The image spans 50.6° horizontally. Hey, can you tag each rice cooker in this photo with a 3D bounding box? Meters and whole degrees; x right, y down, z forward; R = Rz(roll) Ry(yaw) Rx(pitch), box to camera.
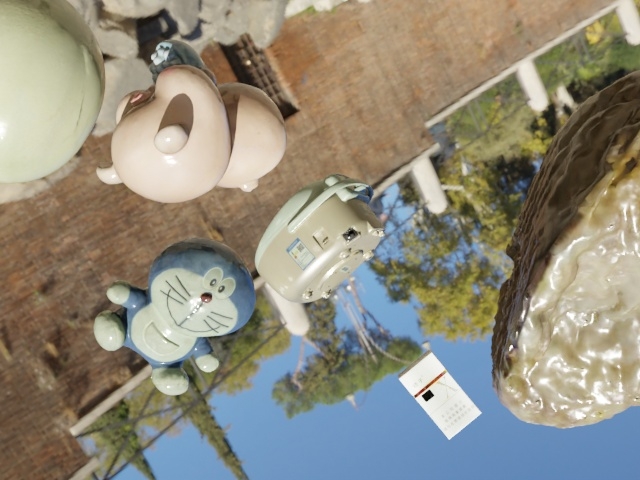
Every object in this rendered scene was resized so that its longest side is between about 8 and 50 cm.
[{"bbox_3d":[0.000,0.000,0.976,0.206,0.127,0.145,-43,160,20],"label":"rice cooker"}]

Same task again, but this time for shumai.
[{"bbox_3d":[0.315,0.035,0.595,0.283,0.346,0.217,13,-156,10],"label":"shumai"}]

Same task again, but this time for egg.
[{"bbox_3d":[-0.408,-0.211,0.918,0.219,0.269,0.219,8,-179,0],"label":"egg"}]

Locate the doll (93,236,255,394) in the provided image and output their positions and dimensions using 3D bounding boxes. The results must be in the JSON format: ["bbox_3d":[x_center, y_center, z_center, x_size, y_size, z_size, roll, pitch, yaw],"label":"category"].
[{"bbox_3d":[-0.226,0.112,1.124,0.258,0.228,0.154,-38,-162,26],"label":"doll"}]

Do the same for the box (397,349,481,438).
[{"bbox_3d":[0.232,0.299,1.323,0.084,0.154,0.040,-40,-179,4],"label":"box"}]

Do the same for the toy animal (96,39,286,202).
[{"bbox_3d":[-0.176,-0.146,0.978,0.210,0.221,0.230,-20,-133,43],"label":"toy animal"}]
